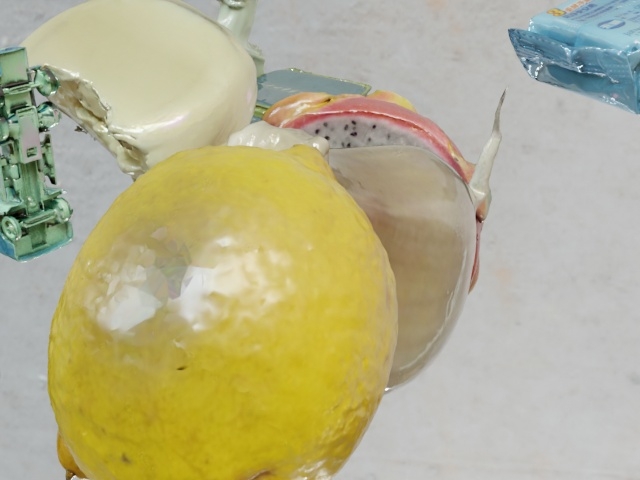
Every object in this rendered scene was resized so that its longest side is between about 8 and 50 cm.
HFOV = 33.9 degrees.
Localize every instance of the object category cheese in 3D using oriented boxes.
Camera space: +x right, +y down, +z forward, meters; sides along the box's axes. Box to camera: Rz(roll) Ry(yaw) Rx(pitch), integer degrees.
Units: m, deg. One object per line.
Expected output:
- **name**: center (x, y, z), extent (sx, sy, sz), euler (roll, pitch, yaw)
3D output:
- **cheese**: center (-0.209, -0.169, 1.186), extent (0.266, 0.233, 0.127), euler (36, 144, 23)

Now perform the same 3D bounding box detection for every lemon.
- **lemon**: center (-0.053, 0.055, 0.586), extent (0.188, 0.256, 0.188), euler (18, 162, 6)

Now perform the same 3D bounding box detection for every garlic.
- **garlic**: center (0.000, 0.000, 0.900), extent (0.231, 0.340, 0.246), euler (10, 109, 37)

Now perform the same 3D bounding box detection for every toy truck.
- **toy truck**: center (-0.262, -0.074, 0.877), extent (0.081, 0.067, 0.175), euler (13, 117, 35)

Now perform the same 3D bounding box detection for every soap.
- **soap**: center (0.344, -0.216, 1.057), extent (0.156, 0.293, 0.077), euler (33, 141, 48)

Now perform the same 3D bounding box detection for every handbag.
- **handbag**: center (-0.044, -0.145, 1.783), extent (0.263, 0.222, 0.241), euler (18, 122, 39)

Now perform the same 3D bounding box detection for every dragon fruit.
- **dragon fruit**: center (0.036, -0.021, 1.113), extent (0.291, 0.189, 0.290), euler (2, 104, 7)

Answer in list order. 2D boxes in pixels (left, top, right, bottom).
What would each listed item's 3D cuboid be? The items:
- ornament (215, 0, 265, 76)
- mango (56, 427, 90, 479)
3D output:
- **ornament**: center (-0.149, -0.385, 1.826), extent (0.120, 0.130, 0.285), euler (-8, 105, -26)
- **mango**: center (-0.279, 0.231, 1.346), extent (0.101, 0.187, 0.066), euler (27, 143, -14)
